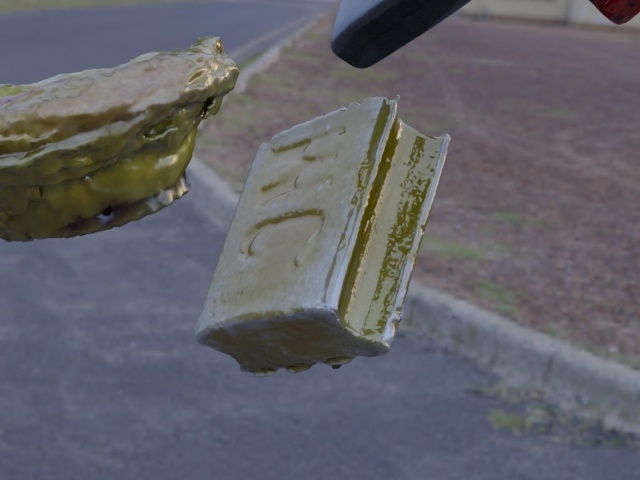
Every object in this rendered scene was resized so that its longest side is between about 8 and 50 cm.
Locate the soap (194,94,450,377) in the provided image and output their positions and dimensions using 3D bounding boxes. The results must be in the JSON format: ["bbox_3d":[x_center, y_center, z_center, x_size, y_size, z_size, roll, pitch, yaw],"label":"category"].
[{"bbox_3d":[0.000,0.000,1.709,0.293,0.335,0.156,-12,-38,46],"label":"soap"}]

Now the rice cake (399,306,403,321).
[{"bbox_3d":[0.007,0.118,2.011,0.270,0.055,0.049,-8,13,19],"label":"rice cake"}]

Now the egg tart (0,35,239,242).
[{"bbox_3d":[-0.195,-0.075,1.015,0.294,0.123,0.294,-13,12,3],"label":"egg tart"}]

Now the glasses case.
[{"bbox_3d":[0.125,-0.312,1.484,0.074,0.131,0.323,31,-29,-21],"label":"glasses case"}]

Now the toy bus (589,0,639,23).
[{"bbox_3d":[0.338,-0.351,1.553,0.089,0.081,0.195,13,45,-28],"label":"toy bus"}]
